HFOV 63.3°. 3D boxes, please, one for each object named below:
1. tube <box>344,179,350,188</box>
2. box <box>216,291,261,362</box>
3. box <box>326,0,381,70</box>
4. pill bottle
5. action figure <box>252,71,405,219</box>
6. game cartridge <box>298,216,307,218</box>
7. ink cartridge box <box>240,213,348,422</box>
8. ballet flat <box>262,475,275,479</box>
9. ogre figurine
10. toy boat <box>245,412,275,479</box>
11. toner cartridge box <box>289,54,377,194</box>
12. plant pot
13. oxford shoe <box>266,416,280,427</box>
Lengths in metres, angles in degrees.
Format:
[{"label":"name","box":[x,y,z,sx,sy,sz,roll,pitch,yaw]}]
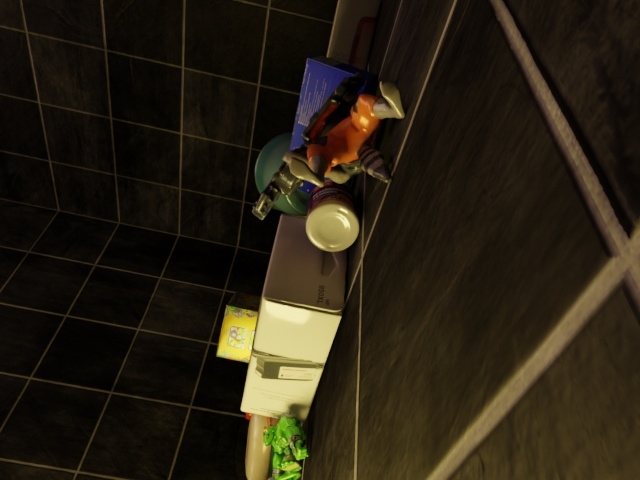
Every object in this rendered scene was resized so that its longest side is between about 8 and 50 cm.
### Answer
[{"label":"tube","box":[0.038,-0.198,1.284,0.080,0.052,0.207,-80,-31,-80]},{"label":"box","box":[-0.191,0.308,1.803,0.290,0.279,0.177,-140,62,-86]},{"label":"box","box":[0.093,-0.619,1.597,0.149,0.126,0.233,-92,14,-73]},{"label":"pill bottle","box":[0.025,-0.063,1.101,0.193,0.108,0.108,-89,11,-66]},{"label":"action figure","box":[0.024,-0.140,0.952,0.341,0.178,0.330,-53,3,7]},{"label":"game cartridge","box":[-0.066,-0.135,2.017,0.324,0.052,0.286,89,170,-61]},{"label":"ink cartridge box","box":[-0.062,0.181,1.201,0.286,0.166,0.395,-84,8,-51]},{"label":"ballet flat","box":[-0.166,0.788,1.412,0.147,0.146,0.409,-85,11,-56]},{"label":"ogre figurine","box":[-0.076,0.465,1.162,0.197,0.096,0.118,84,172,-47]},{"label":"toy boat","box":[-0.169,0.636,1.718,0.318,0.148,0.268,-127,43,-74]},{"label":"toner cartridge box","box":[0.017,-0.280,1.347,0.075,0.165,0.348,-41,-28,-52]},{"label":"plant pot","box":[-0.055,-0.193,1.629,0.255,0.271,0.272,-134,54,-68]},{"label":"oxford shoe","box":[-0.093,0.497,1.415,0.271,0.096,0.098,101,159,-58]}]
